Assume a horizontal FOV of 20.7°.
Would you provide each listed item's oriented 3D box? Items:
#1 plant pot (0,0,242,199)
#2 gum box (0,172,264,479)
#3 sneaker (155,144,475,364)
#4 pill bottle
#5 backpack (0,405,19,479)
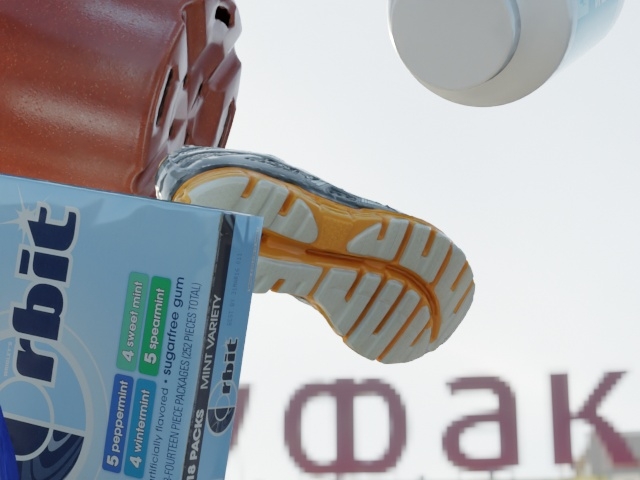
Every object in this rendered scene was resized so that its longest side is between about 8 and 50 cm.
[{"bbox_3d":[-0.218,-0.134,1.397,0.265,0.272,0.272,16,-17,13],"label":"plant pot"},{"bbox_3d":[-0.124,0.052,0.821,0.184,0.157,0.041,9,2,28],"label":"gum box"},{"bbox_3d":[0.000,0.000,0.971,0.215,0.084,0.083,27,11,-35],"label":"sneaker"},{"bbox_3d":[0.141,-0.187,1.360,0.146,0.146,0.264,-10,13,25],"label":"pill bottle"},{"bbox_3d":[-0.183,0.097,0.684,0.120,0.098,0.101,-11,-56,-5],"label":"backpack"}]
